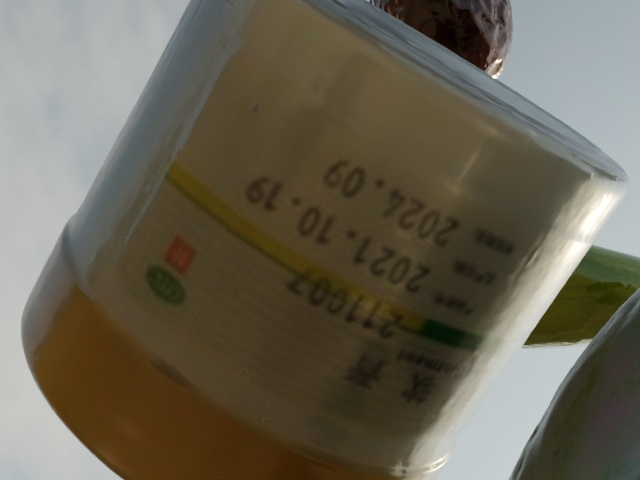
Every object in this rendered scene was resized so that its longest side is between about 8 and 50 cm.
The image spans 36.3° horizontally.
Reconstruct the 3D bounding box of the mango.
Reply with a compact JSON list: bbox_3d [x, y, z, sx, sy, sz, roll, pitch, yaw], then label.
[{"bbox_3d":[0.313,0.067,1.213,0.293,0.143,0.175,4,-4,-4],"label":"mango"}]

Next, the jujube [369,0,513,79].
[{"bbox_3d":[0.160,-0.306,1.290,0.183,0.183,0.243,-15,-96,31],"label":"jujube"}]

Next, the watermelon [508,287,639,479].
[{"bbox_3d":[0.199,0.080,0.334,0.260,0.256,0.176,5,-51,8],"label":"watermelon"}]

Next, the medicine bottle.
[{"bbox_3d":[0.000,0.000,0.511,0.238,0.238,0.232,30,-74,-7],"label":"medicine bottle"}]
